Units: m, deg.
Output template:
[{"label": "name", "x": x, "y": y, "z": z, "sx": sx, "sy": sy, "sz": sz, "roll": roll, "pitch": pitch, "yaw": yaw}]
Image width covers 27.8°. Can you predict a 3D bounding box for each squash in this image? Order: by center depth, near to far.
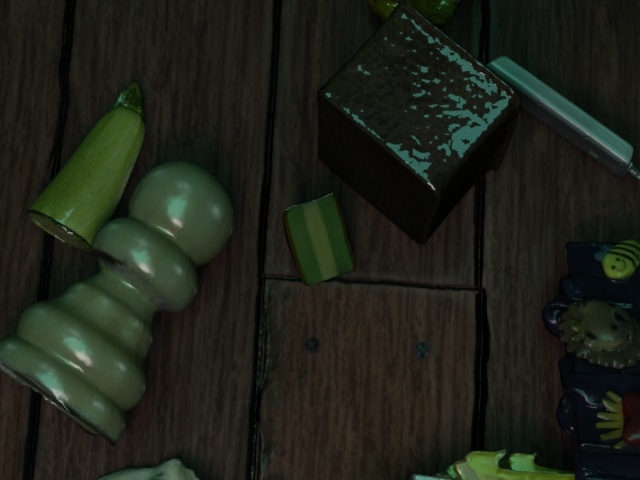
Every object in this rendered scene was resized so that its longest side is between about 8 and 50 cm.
[{"label": "squash", "x": -0.271, "y": -0.099, "z": 1.592, "sx": 0.094, "sy": 0.094, "sz": 0.224, "roll": 23, "pitch": 72, "yaw": 5}]

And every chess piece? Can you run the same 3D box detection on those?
[{"label": "chess piece", "x": -0.219, "y": 0.055, "z": 1.514, "sx": 0.182, "sy": 0.182, "sz": 0.330, "roll": 32, "pitch": 74, "yaw": 7}]

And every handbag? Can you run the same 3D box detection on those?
[{"label": "handbag", "x": 0.419, "y": 0.131, "z": 1.447, "sx": 0.329, "sy": 0.122, "sz": 0.303, "roll": 3, "pitch": 45, "yaw": 4}]

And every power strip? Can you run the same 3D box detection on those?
[{"label": "power strip", "x": 0.304, "y": -0.150, "z": 1.606, "sx": 0.252, "sy": 0.060, "sz": 0.027, "roll": 37, "pitch": 80, "yaw": 8}]

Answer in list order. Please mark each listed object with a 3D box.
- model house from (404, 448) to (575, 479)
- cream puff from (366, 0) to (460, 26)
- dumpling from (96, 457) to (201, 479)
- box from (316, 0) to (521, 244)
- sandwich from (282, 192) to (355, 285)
[{"label": "model house", "x": 0.221, "y": 0.389, "z": 1.401, "sx": 0.313, "sy": 0.242, "sz": 0.358, "roll": -31, "pitch": 77, "yaw": -9}, {"label": "cream puff", "x": 0.130, "y": -0.328, "z": 1.610, "sx": 0.156, "sy": 0.156, "sz": 0.121, "roll": -38, "pitch": 98, "yaw": -8}, {"label": "dumpling", "x": -0.221, "y": 0.343, "z": 1.481, "sx": 0.252, "sy": 0.131, "sz": 0.179, "roll": -24, "pitch": 57, "yaw": 16}, {"label": "box", "x": 0.107, "y": -0.123, "z": 1.492, "sx": 0.184, "sy": 0.273, "sz": 0.143, "roll": 40, "pitch": 80, "yaw": 9}, {"label": "sandwich", "x": 0.000, "y": 0.000, "z": 1.545, "sx": 0.074, "sy": 0.116, "sz": 0.074, "roll": -19, "pitch": 77, "yaw": -3}]
